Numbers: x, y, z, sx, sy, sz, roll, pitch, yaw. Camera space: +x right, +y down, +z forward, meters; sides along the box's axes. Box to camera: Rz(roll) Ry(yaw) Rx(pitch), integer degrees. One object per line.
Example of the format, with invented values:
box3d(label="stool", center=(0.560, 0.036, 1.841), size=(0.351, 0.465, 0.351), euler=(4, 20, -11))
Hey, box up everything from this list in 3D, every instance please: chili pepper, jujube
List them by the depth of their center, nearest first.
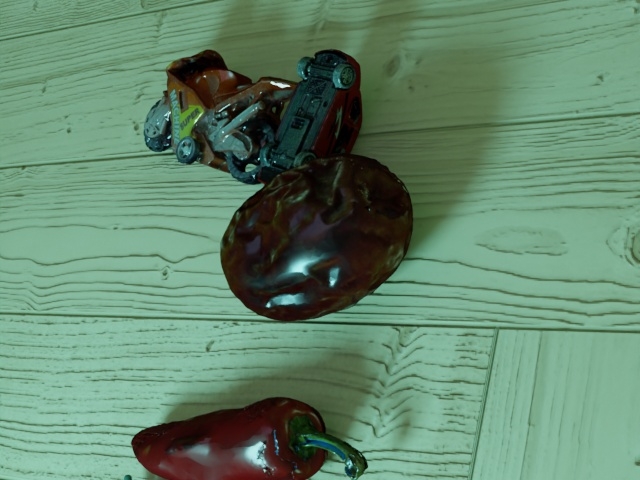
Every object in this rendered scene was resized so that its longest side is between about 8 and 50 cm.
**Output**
box3d(label="jujube", center=(0.000, 0.000, 1.596), size=(0.243, 0.183, 0.183), euler=(-32, 52, 38))
box3d(label="chili pepper", center=(-0.101, 0.247, 1.610), size=(0.388, 0.110, 0.110), euler=(-12, 62, 40))

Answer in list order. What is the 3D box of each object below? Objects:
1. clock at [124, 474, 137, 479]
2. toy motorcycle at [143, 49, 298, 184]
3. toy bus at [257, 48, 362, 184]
box3d(label="clock", center=(-0.222, 0.383, 1.669), size=(0.211, 0.066, 0.159), euler=(37, 95, 45))
box3d(label="toy motorcycle", center=(-0.144, -0.175, 1.852), size=(0.298, 0.089, 0.171), euler=(21, 86, 45))
box3d(label="toy bus", center=(-0.001, -0.145, 1.714), size=(0.081, 0.089, 0.195), euler=(18, 83, 43))
